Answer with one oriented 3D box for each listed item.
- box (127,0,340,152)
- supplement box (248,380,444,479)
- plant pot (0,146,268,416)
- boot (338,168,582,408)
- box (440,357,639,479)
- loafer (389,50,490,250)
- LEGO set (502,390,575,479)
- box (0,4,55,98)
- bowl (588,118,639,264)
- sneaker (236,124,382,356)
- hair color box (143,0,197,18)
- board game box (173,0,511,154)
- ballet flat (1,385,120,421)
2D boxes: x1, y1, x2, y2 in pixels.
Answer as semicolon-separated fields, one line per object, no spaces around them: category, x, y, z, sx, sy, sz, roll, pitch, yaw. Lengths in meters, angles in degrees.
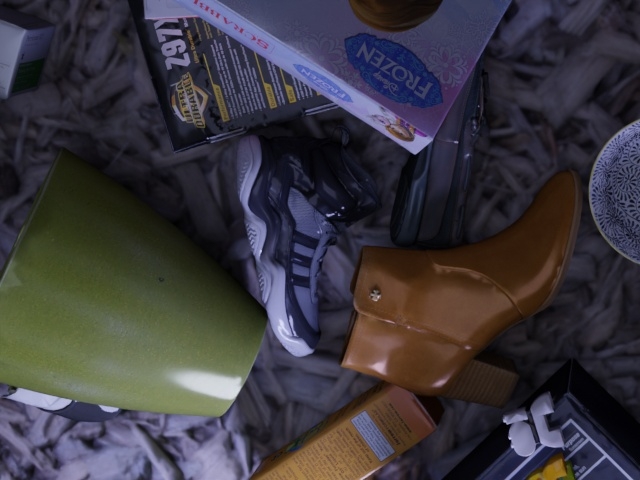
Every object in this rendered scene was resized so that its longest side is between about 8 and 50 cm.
box;-0.084;-0.285;1.680;0.257;0.079;0.322;-15;97;16
supplement box;0.029;0.242;1.760;0.233;0.078;0.080;-38;91;15
plant pot;-0.218;0.079;1.706;0.293;0.275;0.275;25;106;-11
boot;0.148;0.033;1.650;0.211;0.104;0.295;19;99;-8
box;0.278;0.344;1.672;0.294;0.183;0.296;45;104;0
loafer;0.148;-0.114;1.669;0.084;0.096;0.268;11;111;-11
LEGO set;0.221;0.282;1.537;0.093;0.087;0.227;-17;94;13
box;-0.378;-0.223;1.741;0.102;0.101;0.087;19;104;6
bowl;0.377;-0.058;1.626;0.170;0.080;0.170;2;101;11
sneaker;0.000;0.000;1.706;0.153;0.101;0.269;-11;107;5
hair color box;-0.106;-0.288;1.618;0.167;0.053;0.093;-1;99;13
board game box;0.048;-0.306;1.550;0.318;0.066;0.318;31;74;-6
ballet flat;-0.371;0.144;1.815;0.280;0.096;0.095;31;106;4
